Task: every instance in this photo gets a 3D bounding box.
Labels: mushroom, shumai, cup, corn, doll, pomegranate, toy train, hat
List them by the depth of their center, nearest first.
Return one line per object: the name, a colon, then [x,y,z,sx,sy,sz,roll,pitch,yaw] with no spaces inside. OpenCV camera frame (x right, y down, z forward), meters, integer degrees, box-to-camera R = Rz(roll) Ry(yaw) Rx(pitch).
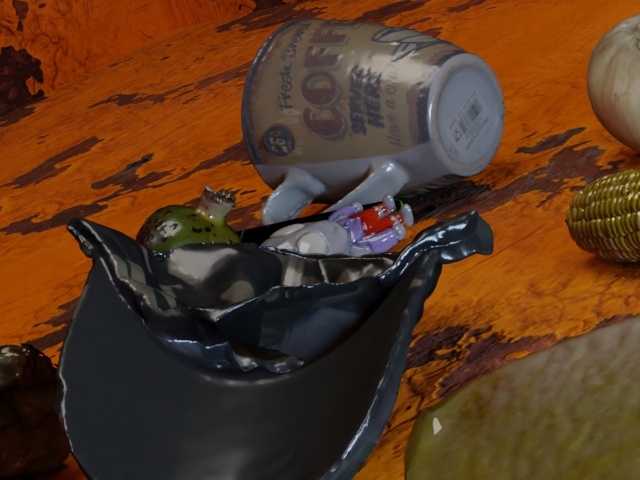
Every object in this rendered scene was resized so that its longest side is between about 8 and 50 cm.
hat: [-0.047,0.111,1.422,0.366,0.257,0.381,1,57,14]
corn: [0.319,-0.018,1.461,0.101,0.101,0.292,-28,13,-28]
shumai: [-0.328,0.181,1.490,0.218,0.184,0.185,10,66,39]
doll: [-0.006,0.018,1.741,0.227,0.075,0.102,-27,32,-21]
mushroom: [0.396,-0.191,1.758,0.246,0.202,0.246,-12,26,6]
pomegranate: [-0.140,0.012,1.819,0.130,0.130,0.130,-18,16,5]
toy train: [0.000,0.000,1.856,0.209,0.042,0.044,-11,41,22]
cup: [0.052,-0.117,1.939,0.257,0.227,0.301,5,57,47]

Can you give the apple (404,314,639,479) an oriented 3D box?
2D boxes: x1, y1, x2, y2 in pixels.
apple: [0.153,0.159,0.716,0.329,0.295,0.365,2,-5,-41]
